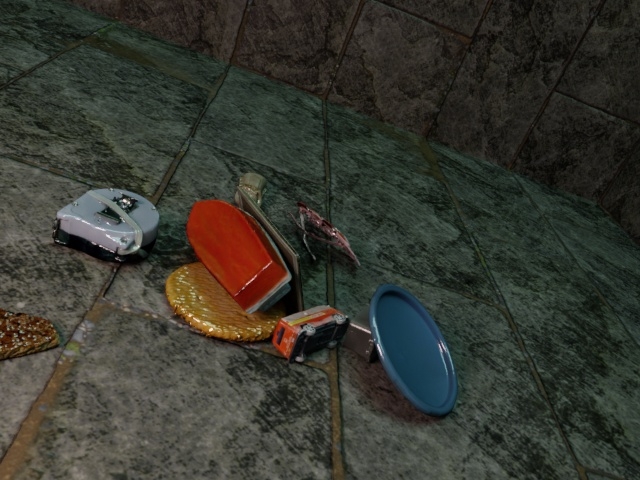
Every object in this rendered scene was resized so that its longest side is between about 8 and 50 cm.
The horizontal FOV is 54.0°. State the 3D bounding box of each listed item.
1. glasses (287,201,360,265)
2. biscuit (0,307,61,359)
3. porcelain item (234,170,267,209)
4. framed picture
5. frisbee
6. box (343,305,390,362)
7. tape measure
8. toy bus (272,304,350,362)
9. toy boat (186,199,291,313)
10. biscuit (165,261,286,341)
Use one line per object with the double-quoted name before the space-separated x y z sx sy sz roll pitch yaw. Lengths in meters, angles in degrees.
"glasses" 0.007 -0.002 1.662 0.255 0.095 0.162 44 5 39
"biscuit" -0.539 0.141 0.971 0.237 0.026 0.131 -9 42 -47
"porcelain item" -0.196 -0.123 1.726 0.084 0.054 0.213 18 27 -7
"framed picture" -0.103 0.031 1.346 0.017 0.217 0.274 -23 47 -20
"frisbee" 0.182 0.226 1.288 0.289 0.049 0.289 37 34 -31
"box" 0.103 0.195 1.341 0.069 0.084 0.122 22 24 20
"tape measure" -0.430 -0.035 1.308 0.182 0.107 0.181 19 33 -3
"toy bus" -0.018 0.181 1.269 0.077 0.079 0.174 32 26 29
"toy boat" -0.170 0.023 1.303 0.332 0.145 0.133 47 -1 44
"biscuit" -0.191 0.123 1.282 0.254 0.035 0.254 18 27 -9
